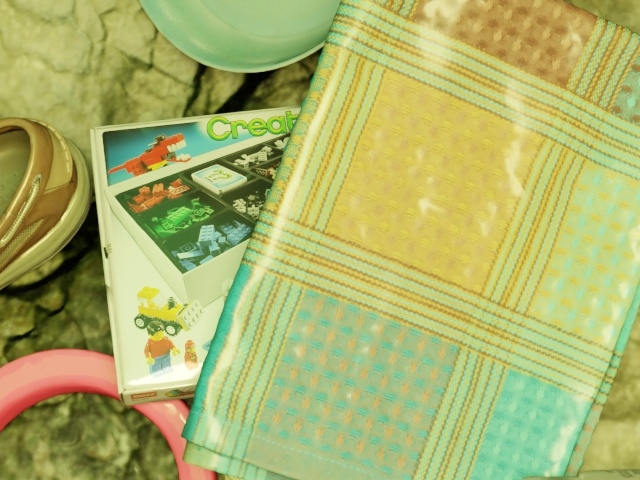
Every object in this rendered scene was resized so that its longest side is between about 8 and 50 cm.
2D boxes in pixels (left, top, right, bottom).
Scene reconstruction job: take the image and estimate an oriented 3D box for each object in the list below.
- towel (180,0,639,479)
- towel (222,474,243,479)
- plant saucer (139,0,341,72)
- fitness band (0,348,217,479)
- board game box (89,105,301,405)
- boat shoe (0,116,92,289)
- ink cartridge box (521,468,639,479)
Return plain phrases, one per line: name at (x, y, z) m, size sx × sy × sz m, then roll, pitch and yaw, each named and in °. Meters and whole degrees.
towel at (0.090, 0.012, 0.912) m, size 0.271 × 0.040 × 0.370 m, roll 20°, pitch 90°, yaw -14°
towel at (0.012, 0.178, 0.965) m, size 0.110 × 0.027 × 0.148 m, roll -42°, pitch 76°, yaw -9°
plant saucer at (-0.034, -0.280, 1.008) m, size 0.317 × 0.043 × 0.318 m, roll 3°, pitch 94°, yaw 42°
fitness band at (-0.192, 0.216, 0.954) m, size 0.209 × 0.054 × 0.291 m, roll 23°, pitch 76°, yaw 9°
board game box at (0.000, 0.000, 0.982) m, size 0.305 × 0.053 × 0.193 m, roll -6°, pitch 73°, yaw -7°
boat shoe at (-0.304, 0.027, 0.980) m, size 0.123 × 0.116 × 0.324 m, roll 39°, pitch 80°, yaw 13°
ink cartridge box at (0.213, 0.264, 0.826) m, size 0.168 × 0.171 × 0.233 m, roll -2°, pitch 90°, yaw 2°
